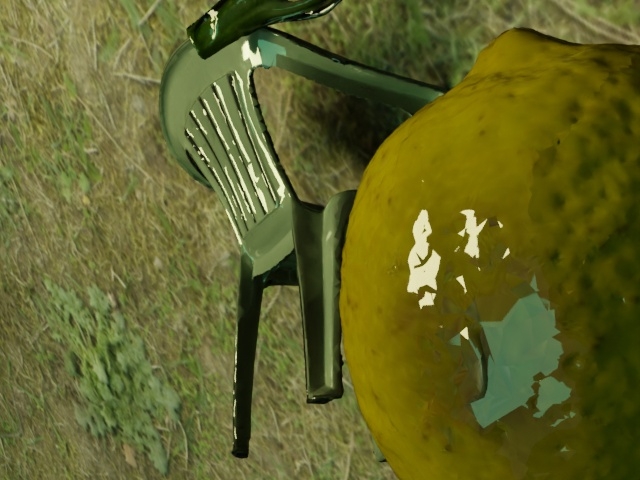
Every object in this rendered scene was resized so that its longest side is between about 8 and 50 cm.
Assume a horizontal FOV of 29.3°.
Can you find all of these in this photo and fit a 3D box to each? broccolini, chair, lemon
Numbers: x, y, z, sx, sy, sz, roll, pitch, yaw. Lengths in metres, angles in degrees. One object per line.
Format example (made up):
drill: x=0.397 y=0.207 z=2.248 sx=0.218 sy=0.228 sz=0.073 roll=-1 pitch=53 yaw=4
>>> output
broccolini: x=0.001 y=-0.183 z=0.767 sx=0.203 sy=0.068 sz=0.091 roll=-26 pitch=104 yaw=26
chair: x=0.000 y=0.000 z=0.844 sx=0.203 sy=0.191 sz=0.274 roll=-43 pitch=50 yaw=51
lemon: x=0.138 y=0.040 z=0.639 sx=0.253 sy=0.253 sz=0.310 roll=-7 pitch=92 yaw=51
